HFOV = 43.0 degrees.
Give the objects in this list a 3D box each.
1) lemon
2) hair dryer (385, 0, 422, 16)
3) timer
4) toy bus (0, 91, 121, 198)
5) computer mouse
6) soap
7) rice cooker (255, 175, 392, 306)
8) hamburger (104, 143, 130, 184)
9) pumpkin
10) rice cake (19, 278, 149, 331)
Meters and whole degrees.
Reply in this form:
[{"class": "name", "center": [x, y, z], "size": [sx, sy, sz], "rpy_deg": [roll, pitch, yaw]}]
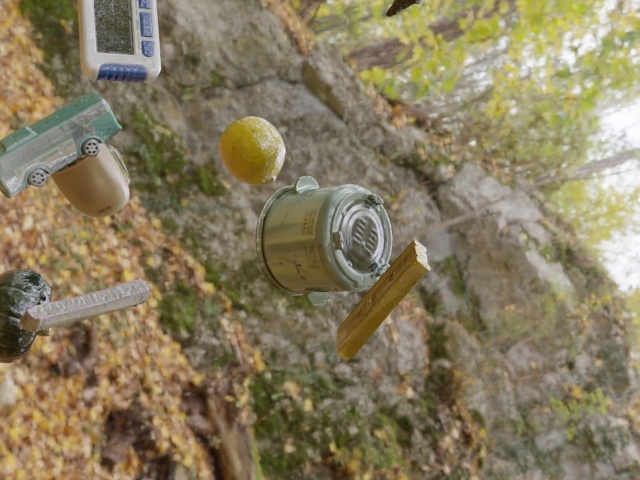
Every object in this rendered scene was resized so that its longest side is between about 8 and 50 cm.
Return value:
[{"class": "lemon", "center": [-0.185, -0.243, 2.233], "size": [0.203, 0.178, 0.178], "rpy_deg": [56, -19, 4]}, {"class": "hair dryer", "center": [0.260, -0.522, 1.489], "size": [0.352, 0.107, 0.189], "rpy_deg": [-43, -119, 25]}, {"class": "timer", "center": [-0.467, -0.487, 1.877], "size": [0.078, 0.178, 0.253], "rpy_deg": [150, -63, -63]}, {"class": "toy bus", "center": [-0.523, -0.187, 1.590], "size": [0.091, 0.262, 0.109], "rpy_deg": [32, -30, 46]}, {"class": "computer mouse", "center": [-0.531, -0.156, 1.832], "size": [0.082, 0.145, 0.236], "rpy_deg": [-75, 142, -61]}, {"class": "soap", "center": [0.113, 0.115, 1.522], "size": [0.252, 0.037, 0.092], "rpy_deg": [-51, -167, 21]}, {"class": "rice cooker", "center": [0.000, 0.000, 1.885], "size": [0.317, 0.264, 0.316], "rpy_deg": [10, -75, 40]}, {"class": "hamburger", "center": [-0.559, -0.167, 2.005], "size": [0.184, 0.159, 0.131], "rpy_deg": [67, -16, -12]}, {"class": "pumpkin", "center": [-0.648, 0.163, 1.726], "size": [0.211, 0.152, 0.211], "rpy_deg": [-164, -90, -84]}, {"class": "rice cake", "center": [-0.364, 0.102, 1.268], "size": [0.036, 0.207, 0.047], "rpy_deg": [48, -45, 30]}]
